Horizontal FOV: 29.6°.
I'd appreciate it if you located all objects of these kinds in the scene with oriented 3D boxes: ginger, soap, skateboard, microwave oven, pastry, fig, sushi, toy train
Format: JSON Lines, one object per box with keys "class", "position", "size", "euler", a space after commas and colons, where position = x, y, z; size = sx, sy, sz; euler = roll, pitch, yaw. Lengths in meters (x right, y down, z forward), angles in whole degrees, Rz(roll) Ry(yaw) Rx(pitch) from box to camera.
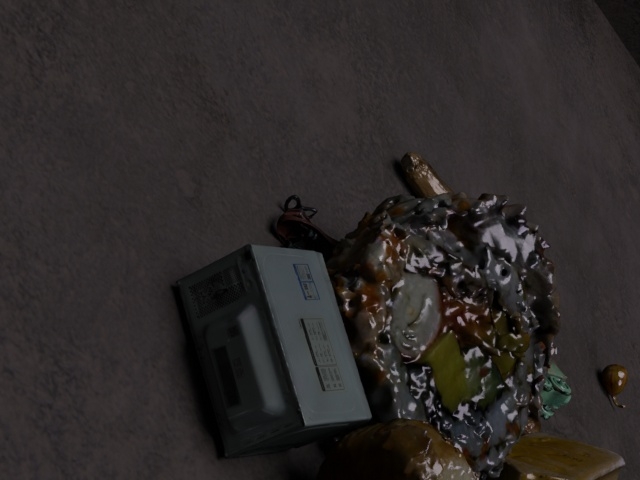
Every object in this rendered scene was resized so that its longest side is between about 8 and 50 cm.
{"class": "ginger", "position": [0.215, -0.014, 1.931], "size": [0.294, 0.086, 0.131], "euler": [55, 39, 0]}
{"class": "soap", "position": [0.318, 0.341, 1.725], "size": [0.257, 0.160, 0.080], "euler": [-1, 100, -59]}
{"class": "skateboard", "position": [0.000, 0.000, 1.601], "size": [0.151, 0.067, 0.080], "euler": [36, 31, -33]}
{"class": "microwave oven", "position": [-0.055, 0.123, 1.350], "size": [0.162, 0.122, 0.208], "euler": [7, 61, -55]}
{"class": "pastry", "position": [0.089, 0.298, 1.335], "size": [0.100, 0.218, 0.229], "euler": [-15, 124, -51]}
{"class": "fig", "position": [0.553, 0.273, 2.268], "size": [0.050, 0.050, 0.083], "euler": [-7, 87, -59]}
{"class": "ginger", "position": [0.330, 0.291, 1.918], "size": [0.097, 0.030, 0.048], "euler": [38, 37, -35]}
{"class": "sushi", "position": [0.149, 0.136, 1.538], "size": [0.418, 0.176, 0.417], "euler": [5, 82, -43]}
{"class": "toy train", "position": [0.315, 0.215, 1.905], "size": [0.176, 0.074, 0.118], "euler": [19, 24, -36]}
